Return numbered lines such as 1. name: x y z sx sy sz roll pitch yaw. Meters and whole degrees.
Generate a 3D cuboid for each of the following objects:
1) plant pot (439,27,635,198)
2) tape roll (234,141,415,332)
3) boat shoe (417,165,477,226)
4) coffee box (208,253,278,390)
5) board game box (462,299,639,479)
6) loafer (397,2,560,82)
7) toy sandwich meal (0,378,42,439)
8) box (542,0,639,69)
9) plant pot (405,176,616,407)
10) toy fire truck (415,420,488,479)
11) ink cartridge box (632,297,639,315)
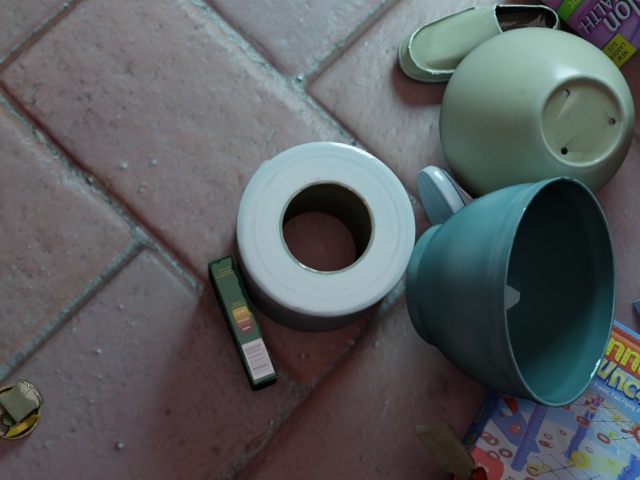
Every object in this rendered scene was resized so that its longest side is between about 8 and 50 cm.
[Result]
1. plant pot: 0.333 -0.169 1.475 0.284 0.191 0.284 -1 97 -10
2. tape roll: 0.000 0.000 1.457 0.246 0.169 0.246 1 78 -6
3. boat shoe: 0.228 -0.020 1.539 0.076 0.083 0.226 -32 95 -22
4. coffee box: -0.110 0.117 1.448 0.040 0.113 0.184 -20 79 -9
5. board game box: 0.392 0.277 1.478 0.308 0.086 0.302 31 77 1
6. loafer: 0.249 -0.318 1.590 0.269 0.092 0.101 -16 80 -9
7. toy sandwich meal: -0.426 0.236 1.431 0.086 0.029 0.085 1 78 -6
8. box: 0.447 -0.426 1.560 0.243 0.213 0.117 43 54 4
9. plant pot: 0.239 0.064 1.371 0.293 0.196 0.293 -1 92 -48
10. toy fire truck: 0.142 0.362 1.366 0.217 0.158 0.246 -14 86 4
11. ink cartridge box: 0.543 0.079 1.535 0.122 0.088 0.052 -29 82 -11
